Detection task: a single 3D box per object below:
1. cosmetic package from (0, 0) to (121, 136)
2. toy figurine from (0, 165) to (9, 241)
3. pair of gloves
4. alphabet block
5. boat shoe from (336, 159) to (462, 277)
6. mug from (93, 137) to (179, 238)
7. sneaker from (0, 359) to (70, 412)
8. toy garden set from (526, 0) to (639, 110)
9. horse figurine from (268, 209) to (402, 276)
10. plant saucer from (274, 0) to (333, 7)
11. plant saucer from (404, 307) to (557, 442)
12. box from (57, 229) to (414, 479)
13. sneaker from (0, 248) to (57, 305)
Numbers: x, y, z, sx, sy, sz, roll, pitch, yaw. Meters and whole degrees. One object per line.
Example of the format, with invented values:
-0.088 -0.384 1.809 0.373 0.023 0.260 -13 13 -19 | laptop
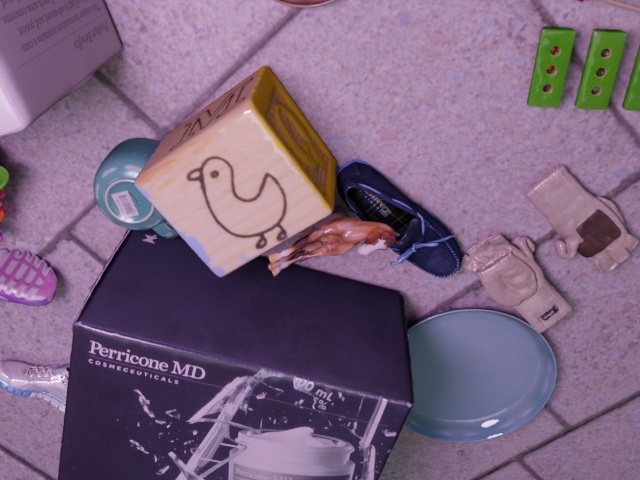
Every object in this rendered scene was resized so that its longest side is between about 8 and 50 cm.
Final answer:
-0.493 -0.322 0.754 0.327 0.329 0.393 -12 118 10 | cosmetic package
-0.538 -0.053 1.036 0.173 0.130 0.159 24 136 20 | toy figurine
0.370 0.015 1.073 0.204 0.042 0.240 35 111 -12 | pair of gloves
-0.109 -0.100 0.945 0.197 0.193 0.192 -31 115 18 | alphabet block
0.118 -0.014 1.042 0.258 0.089 0.109 34 116 -15 | boat shoe
-0.268 -0.075 1.020 0.158 0.097 0.129 25 118 -11 | mug
-0.514 0.258 1.251 0.191 0.071 0.083 27 112 -22 | sneaker
0.419 -0.281 0.899 0.244 0.049 0.203 3 122 2 | toy garden set
0.000 0.000 0.992 0.174 0.263 0.066 -22 96 -8 | horse figurine
-0.022 -0.405 0.852 0.199 0.036 0.198 1 120 1 | plant saucer
0.265 0.244 1.213 0.318 0.043 0.317 1 120 2 | plant saucer
-0.150 0.288 1.109 0.480 0.297 0.471 14 118 -5 | box
-0.564 0.071 1.129 0.236 0.095 0.104 15 125 1 | sneaker
